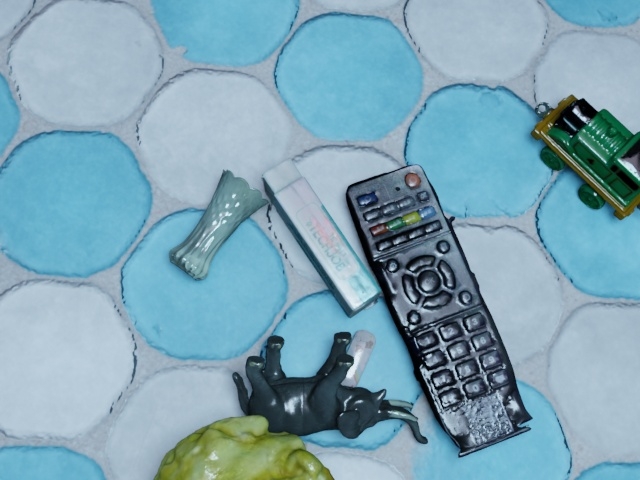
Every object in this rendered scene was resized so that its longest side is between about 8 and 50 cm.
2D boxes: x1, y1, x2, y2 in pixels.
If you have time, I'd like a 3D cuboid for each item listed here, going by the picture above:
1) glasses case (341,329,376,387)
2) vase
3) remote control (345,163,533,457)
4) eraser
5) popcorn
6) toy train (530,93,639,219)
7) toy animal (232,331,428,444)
[{"bbox_3d":[0.049,0.163,1.021,0.032,0.021,0.083,25,75,4],"label":"glasses case"},{"bbox_3d":[-0.146,-0.017,1.028,0.081,0.081,0.149,34,79,5],"label":"vase"},{"bbox_3d":[0.163,0.087,1.029,0.144,0.062,0.399,-19,76,-10],"label":"remote control"},{"bbox_3d":[0.000,0.000,1.022,0.052,0.095,0.225,-32,80,-7],"label":"eraser"},{"bbox_3d":[-0.069,0.342,0.870,0.286,0.252,0.215,47,36,0],"label":"popcorn"},{"bbox_3d":[0.405,-0.127,1.064,0.091,0.136,0.228,-42,84,-13],"label":"toy train"},{"bbox_3d":[0.019,0.196,0.965,0.269,0.082,0.137,6,110,-4],"label":"toy animal"}]
